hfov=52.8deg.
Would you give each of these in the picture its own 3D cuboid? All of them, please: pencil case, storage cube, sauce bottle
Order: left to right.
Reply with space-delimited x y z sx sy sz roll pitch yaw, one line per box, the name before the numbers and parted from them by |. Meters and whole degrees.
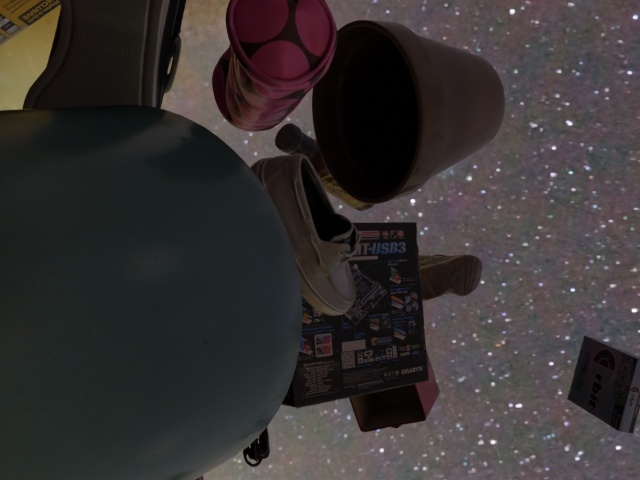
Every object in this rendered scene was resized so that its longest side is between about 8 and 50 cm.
pencil case | -0.050 -0.158 0.563 0.098 0.095 0.209 52 -13 -7
sauce bottle | 0.021 -0.187 1.651 0.111 0.344 0.111 -22 -126 34
storage cube | 0.187 0.368 1.699 0.183 0.193 0.215 -18 -88 23

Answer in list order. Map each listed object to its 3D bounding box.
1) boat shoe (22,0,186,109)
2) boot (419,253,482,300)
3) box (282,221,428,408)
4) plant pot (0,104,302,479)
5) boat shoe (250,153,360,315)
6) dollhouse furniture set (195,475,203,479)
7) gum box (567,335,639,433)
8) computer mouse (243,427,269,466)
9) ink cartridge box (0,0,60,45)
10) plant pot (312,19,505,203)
boat shoe | -0.170 -0.153 0.539 0.302 0.114 0.091 -56 -168 36
boot | 0.217 0.065 1.430 0.203 0.262 0.095 14 -74 45
box | 0.050 0.116 1.112 0.073 0.295 0.293 -12 -98 55
plant pot | -0.193 0.056 0.397 0.293 0.235 0.293 3 -82 23
boat shoe | 0.000 -0.001 0.743 0.081 0.227 0.079 -11 -145 28
dollhouse furniture set | -0.179 0.395 0.696 0.198 0.286 0.303 -119 -173 -57
gum box | 0.625 0.309 1.405 0.184 0.041 0.157 -148 -109 -76
computer mouse | -0.188 0.233 1.007 0.060 0.262 0.184 -56 -159 38
ink cartridge box | -0.690 -0.473 1.286 0.130 0.309 0.272 62 8 17
plant pot | 0.186 -0.248 1.219 0.323 0.280 0.323 27 -58 53
